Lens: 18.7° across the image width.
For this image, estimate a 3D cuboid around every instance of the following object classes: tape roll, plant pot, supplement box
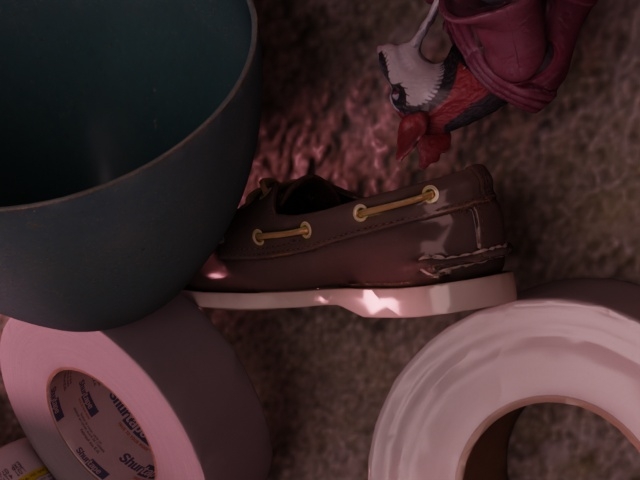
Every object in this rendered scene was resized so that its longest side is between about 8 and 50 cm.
[{"bbox_3d":[0.180,0.170,1.353,0.286,0.100,0.286,3,98,25],"label":"tape roll"},{"bbox_3d":[-0.140,0.125,1.452,0.219,0.072,0.219,29,138,29],"label":"tape roll"},{"bbox_3d":[-0.170,-0.051,1.332,0.290,0.290,0.195,11,138,23],"label":"plant pot"},{"bbox_3d":[-0.185,-0.103,1.496,0.239,0.073,0.130,-33,85,25],"label":"supplement box"}]

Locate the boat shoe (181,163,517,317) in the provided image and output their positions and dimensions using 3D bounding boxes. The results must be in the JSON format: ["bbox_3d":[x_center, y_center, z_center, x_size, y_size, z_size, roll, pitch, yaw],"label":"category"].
[{"bbox_3d":[0.000,0.000,1.375,0.324,0.116,0.096,-1,97,46],"label":"boat shoe"}]

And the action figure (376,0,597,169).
[{"bbox_3d":[0.159,-0.204,1.292,0.276,0.248,0.370,22,107,-8],"label":"action figure"}]

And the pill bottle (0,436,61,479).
[{"bbox_3d":[-0.212,0.271,1.535,0.117,0.117,0.215,-41,80,24],"label":"pill bottle"}]
